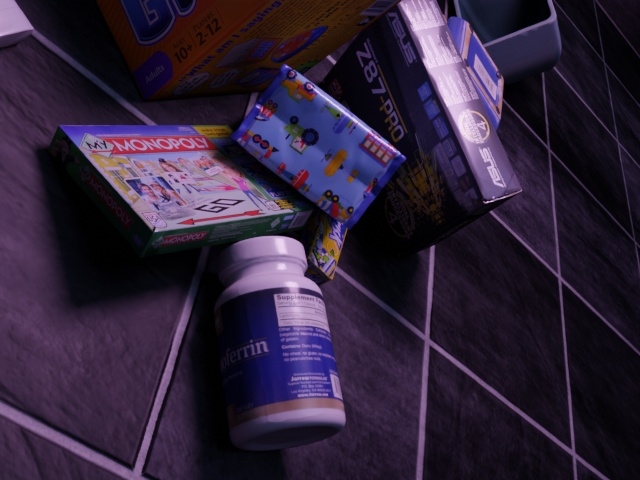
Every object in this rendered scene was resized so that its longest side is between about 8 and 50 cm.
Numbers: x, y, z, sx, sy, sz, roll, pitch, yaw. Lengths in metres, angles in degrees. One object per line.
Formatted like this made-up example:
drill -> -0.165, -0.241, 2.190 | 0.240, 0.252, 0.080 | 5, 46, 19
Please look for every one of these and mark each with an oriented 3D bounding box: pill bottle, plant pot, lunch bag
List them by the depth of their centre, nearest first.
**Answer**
pill bottle -> -0.062, 0.136, 1.088 | 0.153, 0.153, 0.264 | 16, 54, -45
lunch bag -> -0.009, -0.147, 1.287 | 0.221, 0.138, 0.293 | 37, 3, -5
plant pot -> 0.256, -0.316, 1.714 | 0.236, 0.212, 0.236 | 50, 36, -27
plant pot -> 0.538, -0.580, 2.251 | 0.252, 0.248, 0.247 | 43, 35, -52

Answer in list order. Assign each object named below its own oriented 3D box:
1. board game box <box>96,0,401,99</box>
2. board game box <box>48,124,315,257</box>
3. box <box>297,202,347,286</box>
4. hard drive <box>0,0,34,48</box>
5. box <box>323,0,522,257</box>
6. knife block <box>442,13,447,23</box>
board game box -> -0.119, -0.469, 1.258 | 0.356, 0.357, 0.356 | -21, 83, -55
board game box -> -0.179, -0.080, 1.113 | 0.213, 0.046, 0.317 | 45, 30, 22
box -> 0.000, 0.000, 1.341 | 0.059, 0.054, 0.168 | 43, 40, -22
hard drive -> -0.532, -0.371, 0.955 | 0.353, 0.047, 0.233 | 57, 36, -6
box -> 0.168, -0.199, 1.460 | 0.097, 0.318, 0.394 | -17, 80, -28
knife block -> 0.272, -0.503, 1.988 | 0.276, 0.088, 0.242 | 42, 40, -23
